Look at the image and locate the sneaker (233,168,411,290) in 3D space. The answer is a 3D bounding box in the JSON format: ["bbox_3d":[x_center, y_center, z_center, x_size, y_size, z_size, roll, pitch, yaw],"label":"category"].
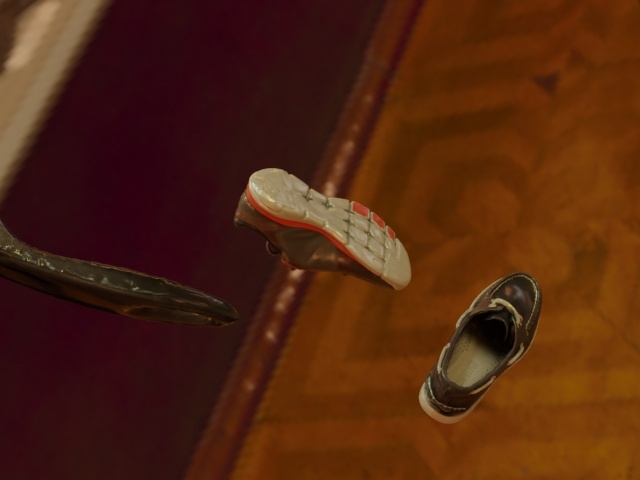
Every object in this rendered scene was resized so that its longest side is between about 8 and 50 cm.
[{"bbox_3d":[0.000,0.000,1.470,0.065,0.158,0.061,-51,12,38],"label":"sneaker"}]

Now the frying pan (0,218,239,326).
[{"bbox_3d":[-0.200,-0.021,0.786,0.326,0.197,0.053,2,69,0],"label":"frying pan"}]

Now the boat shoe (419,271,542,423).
[{"bbox_3d":[0.103,0.058,1.095,0.046,0.038,0.125,38,54,10],"label":"boat shoe"}]
